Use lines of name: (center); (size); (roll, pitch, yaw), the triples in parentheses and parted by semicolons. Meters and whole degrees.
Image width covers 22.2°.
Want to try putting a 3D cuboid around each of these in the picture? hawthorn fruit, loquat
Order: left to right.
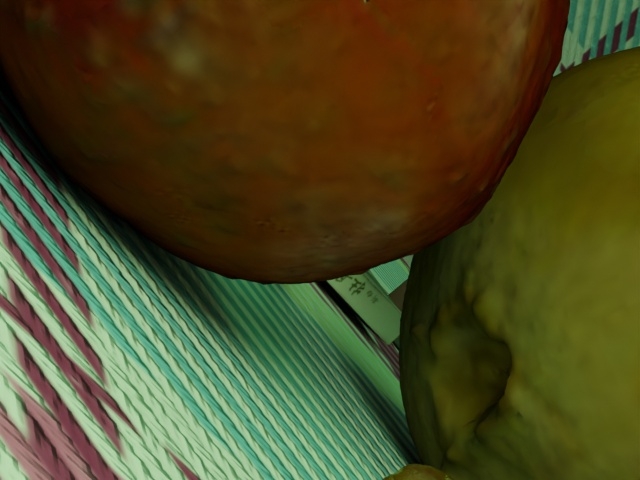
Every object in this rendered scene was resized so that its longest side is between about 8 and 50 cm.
hawthorn fruit: (-0.015, -0.109, 0.707); (0.287, 0.287, 0.330); (54, -7, 45)
loquat: (0.198, 0.049, 0.893); (0.328, 0.328, 0.328); (49, 5, -5)

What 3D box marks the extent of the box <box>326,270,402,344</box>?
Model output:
box: (0.000, 0.000, 1.233); (0.109, 0.029, 0.198); (47, 4, -24)

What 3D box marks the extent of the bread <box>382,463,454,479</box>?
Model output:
bread: (0.055, 0.131, 0.659); (0.047, 0.036, 0.083); (34, 16, -43)

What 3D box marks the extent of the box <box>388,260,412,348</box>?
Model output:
box: (0.154, 0.121, 1.360); (0.215, 0.086, 0.215); (51, 5, 19)
